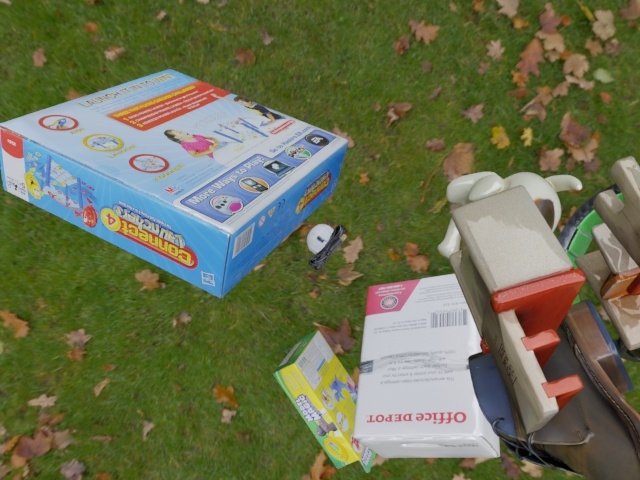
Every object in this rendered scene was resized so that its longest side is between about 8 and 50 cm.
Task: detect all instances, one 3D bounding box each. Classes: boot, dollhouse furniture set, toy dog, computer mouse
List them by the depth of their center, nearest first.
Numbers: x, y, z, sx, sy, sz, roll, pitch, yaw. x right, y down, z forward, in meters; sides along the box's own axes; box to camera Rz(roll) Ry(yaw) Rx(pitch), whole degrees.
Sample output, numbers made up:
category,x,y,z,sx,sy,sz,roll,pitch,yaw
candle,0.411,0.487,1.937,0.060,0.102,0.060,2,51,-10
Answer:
category,x,y,z,sx,sy,sz,roll,pitch,yaw
dollhouse furniture set,0.227,0.012,0.367,0.259,0.262,0.135,-19,61,1
boot,0.166,0.141,0.379,0.106,0.219,0.082,-25,120,22
computer mouse,0.000,0.000,1.236,0.042,0.193,0.106,37,91,-14
toy dog,0.526,0.000,1.554,0.396,0.408,0.284,-16,115,25

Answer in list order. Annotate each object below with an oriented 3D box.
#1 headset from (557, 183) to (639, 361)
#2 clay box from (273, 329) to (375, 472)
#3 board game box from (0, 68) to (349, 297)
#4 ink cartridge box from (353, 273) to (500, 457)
category,x,y,z,sx,sy,sz,roll,pitch,yaw
headset,0.478,0.062,0.692,0.185,0.394,0.243,24,93,-32
clay box,0.020,0.277,0.972,0.053,0.127,0.222,-30,95,25
board game box,-0.164,-0.098,0.722,0.302,0.308,0.086,24,125,14
ink cartridge box,0.152,0.177,0.809,0.172,0.100,0.237,-11,51,27
